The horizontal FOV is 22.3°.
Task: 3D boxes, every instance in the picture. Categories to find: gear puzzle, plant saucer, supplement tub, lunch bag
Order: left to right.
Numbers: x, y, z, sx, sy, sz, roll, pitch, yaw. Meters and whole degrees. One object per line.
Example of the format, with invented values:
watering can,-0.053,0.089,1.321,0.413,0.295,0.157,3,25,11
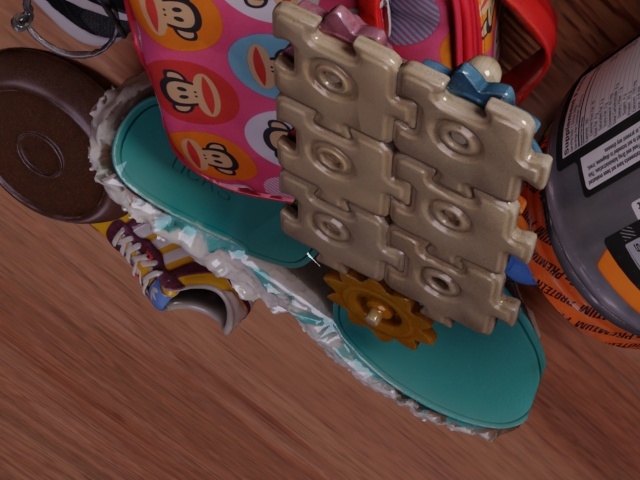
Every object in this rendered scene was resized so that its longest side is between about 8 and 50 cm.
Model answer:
plant saucer,-0.219,-0.075,1.304,0.168,0.029,0.168,19,136,19
lunch bag,0.018,-0.132,1.014,0.258,0.120,0.293,11,149,14
gear puzzle,0.055,-0.020,1.004,0.175,0.044,0.339,27,153,15
supplement tub,0.254,-0.055,0.887,0.194,0.193,0.316,32,149,-14

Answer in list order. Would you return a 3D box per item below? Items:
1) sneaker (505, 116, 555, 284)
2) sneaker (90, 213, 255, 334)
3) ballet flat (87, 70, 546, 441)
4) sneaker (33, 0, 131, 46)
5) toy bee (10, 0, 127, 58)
sneaker,0.157,-0.009,1.138,0.069,0.082,0.209,21,151,1
sneaker,-0.137,0.010,1.368,0.186,0.084,0.069,25,150,-2
ballet flat,0.000,0.000,1.247,0.409,0.147,0.147,37,148,-16
sneaker,-0.183,-0.219,1.057,0.217,0.079,0.121,31,147,-28
toy bee,-0.196,-0.213,0.918,0.195,0.162,0.298,-30,114,26
